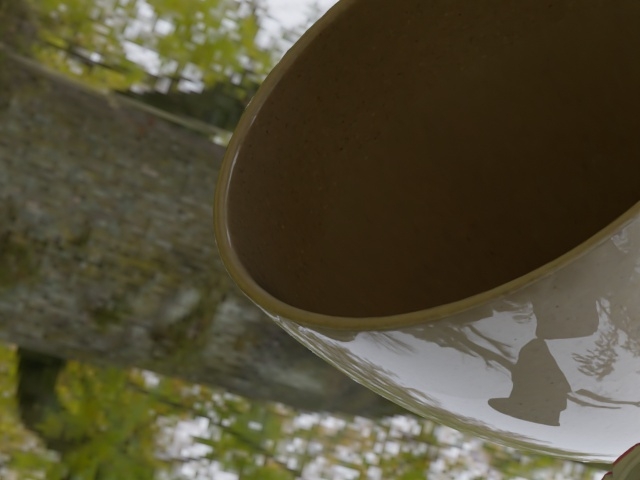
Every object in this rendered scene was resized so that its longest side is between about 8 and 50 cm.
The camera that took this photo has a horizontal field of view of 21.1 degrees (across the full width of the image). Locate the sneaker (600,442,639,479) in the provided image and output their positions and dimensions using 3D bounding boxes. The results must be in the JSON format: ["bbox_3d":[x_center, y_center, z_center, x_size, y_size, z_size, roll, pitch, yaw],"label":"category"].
[{"bbox_3d":[0.187,0.188,0.764,0.103,0.252,0.111,-15,-146,0],"label":"sneaker"}]

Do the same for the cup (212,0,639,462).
[{"bbox_3d":[0.141,-0.009,0.977,0.331,0.237,0.331,-25,-143,20],"label":"cup"}]
